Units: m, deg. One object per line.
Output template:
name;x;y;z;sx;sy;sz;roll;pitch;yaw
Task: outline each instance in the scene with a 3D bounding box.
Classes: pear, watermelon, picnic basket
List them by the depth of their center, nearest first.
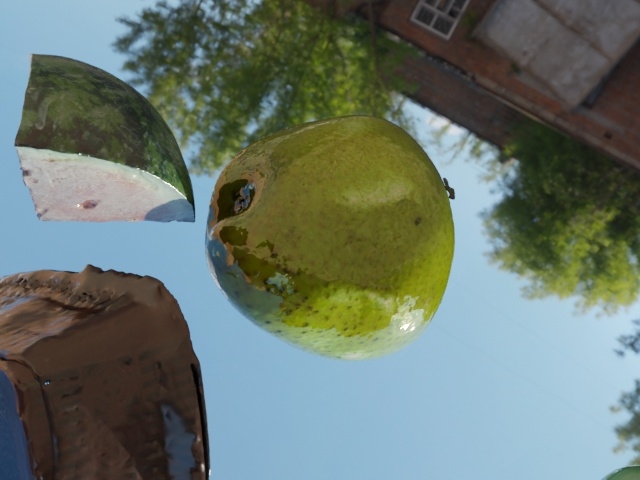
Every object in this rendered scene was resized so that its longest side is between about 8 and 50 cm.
picnic basket;-0.229;0.134;0.624;0.297;0.222;0.129;0;-174;40
watermelon;-0.255;-0.110;0.900;0.256;0.176;0.260;45;-155;-45
pear;0.000;0.000;1.046;0.318;0.342;0.238;-3;-176;-39

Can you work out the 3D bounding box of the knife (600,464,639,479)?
knife;0.278;0.167;0.426;0.260;0.063;0.034;10;168;9
